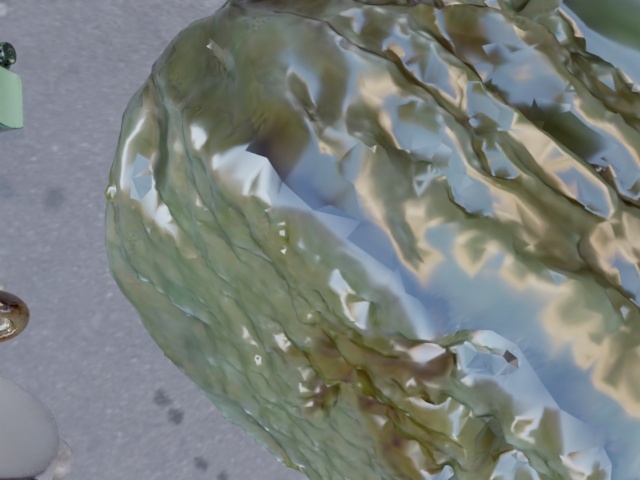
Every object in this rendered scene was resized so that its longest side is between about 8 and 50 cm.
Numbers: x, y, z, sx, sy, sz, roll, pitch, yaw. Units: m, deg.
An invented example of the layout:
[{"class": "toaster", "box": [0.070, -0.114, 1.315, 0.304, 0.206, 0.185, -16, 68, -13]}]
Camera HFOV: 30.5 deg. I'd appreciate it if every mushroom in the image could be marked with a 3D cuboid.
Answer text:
[{"class": "mushroom", "box": [-0.430, 0.111, 1.465, 0.073, 0.088, 0.129, 36, 65, 19]}]

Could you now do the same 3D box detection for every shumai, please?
[{"class": "shumai", "box": [0.065, -0.011, 0.440, 0.256, 0.189, 0.218, 41, 67, -8]}]

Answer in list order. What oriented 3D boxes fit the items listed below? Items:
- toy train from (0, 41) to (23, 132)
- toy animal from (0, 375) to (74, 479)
[{"class": "toy train", "box": [-0.186, -0.074, 0.578, 0.083, 0.033, 0.053, -10, 76, 21]}, {"class": "toy animal", "box": [-0.191, 0.184, 0.595, 0.103, 0.130, 0.221, 30, 108, 39]}]
